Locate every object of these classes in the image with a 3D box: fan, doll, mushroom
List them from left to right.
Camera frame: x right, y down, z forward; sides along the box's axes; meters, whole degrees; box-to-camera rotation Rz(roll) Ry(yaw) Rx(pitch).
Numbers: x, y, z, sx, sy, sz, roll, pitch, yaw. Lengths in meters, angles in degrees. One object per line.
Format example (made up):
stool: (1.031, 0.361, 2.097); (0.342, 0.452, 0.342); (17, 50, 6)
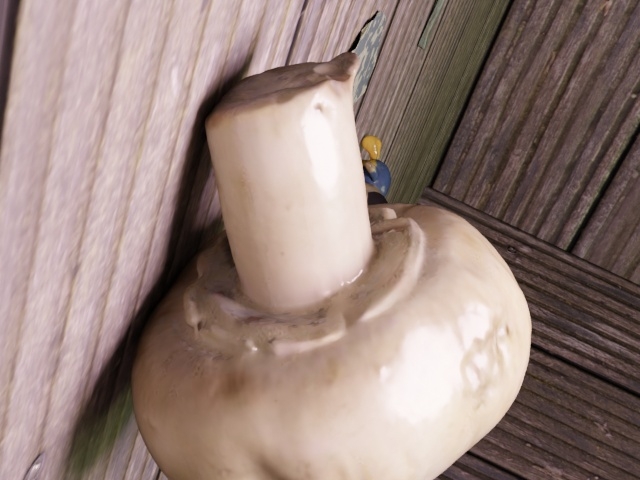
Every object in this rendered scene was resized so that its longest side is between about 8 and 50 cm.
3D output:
mushroom: (-0.009, 0.031, 0.948); (0.314, 0.314, 0.336); (-56, 139, -54)
fan: (0.045, -0.197, 1.426); (0.240, 0.009, 0.131); (-18, 132, -82)
doll: (0.057, -0.065, 1.769); (0.179, 0.089, 0.102); (-92, -164, -44)
fan: (0.184, -0.369, 1.883); (0.038, 0.016, 0.193); (-61, 175, -50)
